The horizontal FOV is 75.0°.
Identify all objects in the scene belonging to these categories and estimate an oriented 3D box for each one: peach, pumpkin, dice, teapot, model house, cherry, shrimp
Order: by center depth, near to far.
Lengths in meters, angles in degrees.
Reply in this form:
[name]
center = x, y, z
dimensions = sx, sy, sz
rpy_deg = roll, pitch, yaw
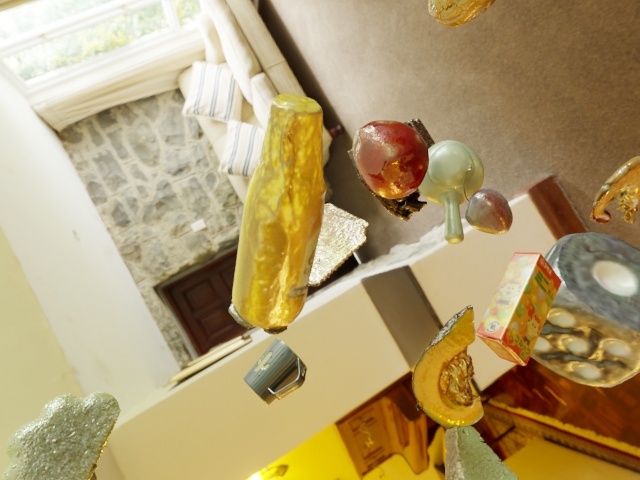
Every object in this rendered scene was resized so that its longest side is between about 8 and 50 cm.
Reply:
[dice]
center = 0.440, 0.111, 0.689
dimensions = 0.181, 0.182, 0.183
rpy_deg = 32, 144, 21
[shrimp]
center = 0.589, -0.078, 0.820
dimensions = 0.053, 0.133, 0.236
rpy_deg = 42, -175, 38
[pumpkin]
center = 0.291, 0.302, 1.027
dimensions = 0.111, 0.162, 0.279
rpy_deg = 117, 152, -79
[cherry]
center = 0.465, -0.095, 1.143
dimensions = 0.188, 0.115, 0.148
rpy_deg = 79, -177, -51
[peach]
center = 0.196, -0.236, 1.176
dimensions = 0.243, 0.199, 0.244
rpy_deg = 44, -160, -20
[teapot]
center = 0.414, -0.162, 1.275
dimensions = 0.319, 0.219, 0.149
rpy_deg = 63, -169, 18
[model house]
center = 0.322, -0.278, 1.592
dimensions = 0.282, 0.297, 0.318
rpy_deg = -34, 68, 34

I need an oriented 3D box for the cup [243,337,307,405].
[cup]
center = -0.126, 0.394, 1.216
dimensions = 0.176, 0.155, 0.131
rpy_deg = 19, 148, 55

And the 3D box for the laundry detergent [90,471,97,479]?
[laundry detergent]
center = -0.693, 0.670, 1.155
dimensions = 0.280, 0.105, 0.215
rpy_deg = 20, 113, 36

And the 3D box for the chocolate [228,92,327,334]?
[chocolate]
center = -0.075, -0.029, 0.743
dimensions = 0.162, 0.162, 0.446
rpy_deg = 51, 142, 38

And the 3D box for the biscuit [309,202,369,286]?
[biscuit]
center = 0.000, 0.000, 1.107
dimensions = 0.232, 0.237, 0.013
rpy_deg = 31, 156, 45

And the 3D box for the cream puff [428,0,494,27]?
[cream puff]
center = 0.317, -0.567, 0.912
dimensions = 0.129, 0.189, 0.189
rpy_deg = 33, 180, -25

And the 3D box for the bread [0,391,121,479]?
[bread]
center = -0.599, 0.473, 0.946
dimensions = 0.287, 0.207, 0.056
rpy_deg = -86, 17, -44

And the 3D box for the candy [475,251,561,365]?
[candy]
center = 0.237, 0.079, 0.496
dimensions = 0.062, 0.122, 0.038
rpy_deg = 41, 161, -25

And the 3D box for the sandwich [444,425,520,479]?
[sandwich]
center = 0.427, 0.615, 1.026
dimensions = 0.288, 0.253, 0.100
rpy_deg = -55, -21, -63
